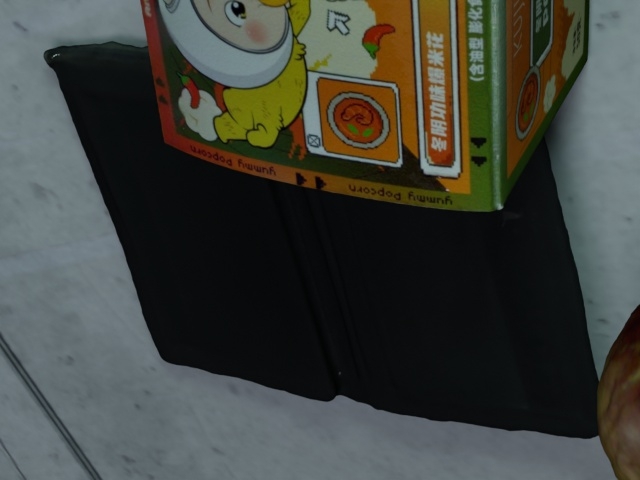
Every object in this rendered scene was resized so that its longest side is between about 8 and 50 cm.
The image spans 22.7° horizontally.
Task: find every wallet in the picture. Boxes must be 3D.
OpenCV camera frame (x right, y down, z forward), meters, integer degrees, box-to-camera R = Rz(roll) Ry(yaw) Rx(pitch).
[{"bbox_3d":[0.000,0.000,0.925,0.323,0.041,0.247,7,129,30],"label":"wallet"}]

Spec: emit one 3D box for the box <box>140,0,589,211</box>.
[{"bbox_3d":[0.019,-0.140,0.721,0.178,0.148,0.195,13,131,22],"label":"box"}]

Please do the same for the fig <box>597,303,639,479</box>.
[{"bbox_3d":[0.215,0.114,0.821,0.160,0.143,0.230,8,130,2],"label":"fig"}]
